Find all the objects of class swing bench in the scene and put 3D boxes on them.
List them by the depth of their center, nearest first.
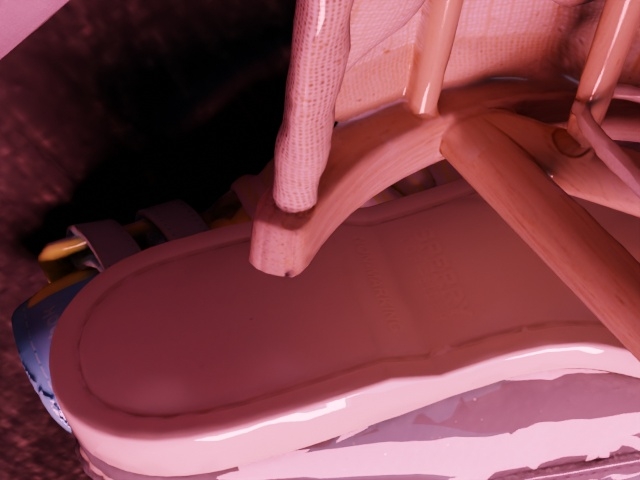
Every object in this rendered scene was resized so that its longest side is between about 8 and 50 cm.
[{"bbox_3d":[0.132,-0.064,0.247,0.165,0.255,0.253,-38,152,-37],"label":"swing bench"}]

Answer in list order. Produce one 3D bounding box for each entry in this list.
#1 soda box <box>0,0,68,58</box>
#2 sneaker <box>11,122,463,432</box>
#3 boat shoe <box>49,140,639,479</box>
[{"bbox_3d":[-0.089,-0.113,0.293,0.263,0.083,0.092,-37,147,14],"label":"soda box"},{"bbox_3d":[0.000,0.000,0.476,0.208,0.127,0.319,-3,139,-35],"label":"sneaker"},{"bbox_3d":[0.079,0.040,0.405,0.320,0.116,0.099,-9,134,-3],"label":"boat shoe"}]
